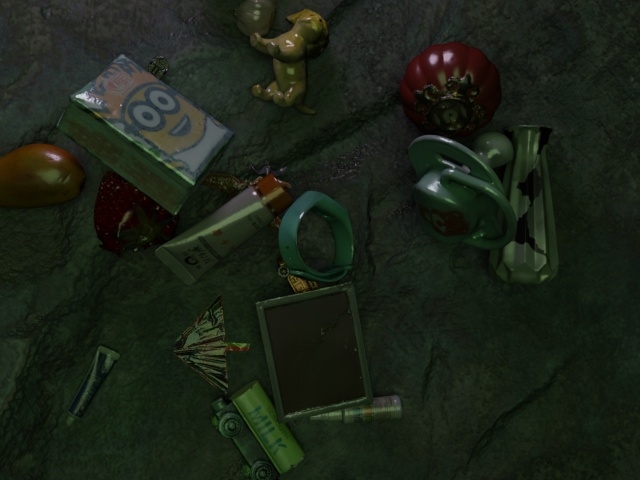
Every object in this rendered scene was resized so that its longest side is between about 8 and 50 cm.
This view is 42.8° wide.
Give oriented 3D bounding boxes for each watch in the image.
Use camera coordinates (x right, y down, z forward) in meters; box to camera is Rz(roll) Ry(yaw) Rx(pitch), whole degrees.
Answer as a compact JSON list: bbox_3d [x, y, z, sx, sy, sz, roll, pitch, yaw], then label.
[{"bbox_3d":[0.000,0.000,1.820,0.068,0.237,0.195,1,73,34],"label":"watch"}]

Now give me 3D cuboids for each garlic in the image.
[{"bbox_3d":[-0.143,-0.510,1.833,0.094,0.074,0.113,9,108,-17],"label":"garlic"}]

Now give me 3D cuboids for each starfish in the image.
[{"bbox_3d":[-0.185,-0.081,1.868,0.247,0.050,0.138,4,93,1],"label":"starfish"}]

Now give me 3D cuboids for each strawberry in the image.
[{"bbox_3d":[-0.413,-0.069,1.789,0.186,0.184,0.202,-31,67,1],"label":"strawberry"}]

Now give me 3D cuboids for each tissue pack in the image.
[{"bbox_3d":[-0.366,-0.232,1.745,0.310,0.228,0.128,36,129,-6],"label":"tissue pack"}]

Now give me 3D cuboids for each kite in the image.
[{"bbox_3d":[-0.254,0.238,1.893,0.183,0.014,0.241,1,92,-7],"label":"kite"}]

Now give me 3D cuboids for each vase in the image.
[{"bbox_3d":[0.475,-0.081,1.890,0.165,0.165,0.361,3,89,-6],"label":"vase"}]

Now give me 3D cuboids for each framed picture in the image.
[{"bbox_3d":[-0.012,0.255,1.857,0.231,0.018,0.294,-11,100,-7],"label":"framed picture"}]

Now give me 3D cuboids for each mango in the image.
[{"bbox_3d":[-0.639,-0.139,1.782,0.253,0.113,0.139,-6,98,1],"label":"mango"}]

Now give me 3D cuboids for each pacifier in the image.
[{"bbox_3d":[0.339,-0.129,1.792,0.288,0.343,0.269,33,70,25],"label":"pacifier"}]

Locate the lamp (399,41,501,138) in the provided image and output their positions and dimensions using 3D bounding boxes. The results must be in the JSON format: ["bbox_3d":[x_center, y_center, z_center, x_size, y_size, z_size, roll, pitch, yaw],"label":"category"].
[{"bbox_3d":[0.291,-0.338,1.829,0.226,0.227,0.227,0,93,-6],"label":"lamp"}]

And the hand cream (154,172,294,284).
[{"bbox_3d":[-0.211,-0.031,1.800,0.314,0.089,0.140,-37,133,5],"label":"hand cream"}]

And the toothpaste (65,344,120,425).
[{"bbox_3d":[-0.527,0.334,1.859,0.057,0.035,0.197,30,88,-23],"label":"toothpaste"}]

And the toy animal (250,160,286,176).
[{"bbox_3d":[-0.120,-0.163,1.869,0.084,0.050,0.028,6,110,-4],"label":"toy animal"}]

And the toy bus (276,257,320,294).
[{"bbox_3d":[-0.041,0.104,1.880,0.074,0.069,0.162,-29,97,-4],"label":"toy bus"}]

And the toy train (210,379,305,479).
[{"bbox_3d":[-0.141,0.446,1.881,0.157,0.105,0.253,-34,96,-17],"label":"toy train"}]

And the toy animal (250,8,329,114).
[{"bbox_3d":[-0.064,-0.404,1.822,0.168,0.121,0.233,1,102,-38],"label":"toy animal"}]

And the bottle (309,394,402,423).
[{"bbox_3d":[0.081,0.399,1.914,0.217,0.060,0.060,-4,94,-7],"label":"bottle"}]

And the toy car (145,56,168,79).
[{"bbox_3d":[-0.378,-0.373,1.838,0.041,0.025,0.093,40,92,-8],"label":"toy car"}]
